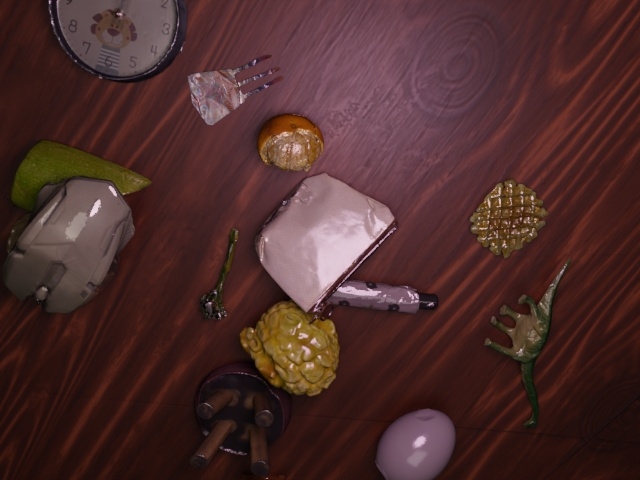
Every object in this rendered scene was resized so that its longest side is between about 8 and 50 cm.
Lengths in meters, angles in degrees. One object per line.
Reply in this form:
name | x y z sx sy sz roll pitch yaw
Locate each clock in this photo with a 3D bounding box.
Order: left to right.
clock | -0.463 -0.519 1.353 0.312 0.061 0.312 0 106 1

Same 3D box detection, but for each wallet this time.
wallet | 0.001 0.000 1.428 0.275 0.068 0.335 42 85 9

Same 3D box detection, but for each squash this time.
squash | -0.593 -0.108 1.444 0.289 0.111 0.203 24 106 -7

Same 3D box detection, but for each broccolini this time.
broccolini | -0.256 0.088 1.535 0.057 0.071 0.254 23 101 38

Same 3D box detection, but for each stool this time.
stool | -0.217 0.479 1.557 0.272 0.178 0.272 1 106 2

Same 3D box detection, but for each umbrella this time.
umbrella | 0.134 0.141 1.518 0.337 0.067 0.073 7 117 -2

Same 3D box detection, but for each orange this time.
orange | -0.071 -0.223 1.386 0.156 0.156 0.134 8 147 -1

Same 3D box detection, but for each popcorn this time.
popcorn | -0.077 0.272 1.494 0.251 0.206 0.237 -2 120 13

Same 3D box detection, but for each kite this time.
kite | -0.206 -0.376 1.411 0.229 0.016 0.127 -24 107 8

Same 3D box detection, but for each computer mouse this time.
computer mouse | -0.601 0.029 1.382 0.228 0.145 0.429 31 118 -21

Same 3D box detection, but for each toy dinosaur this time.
toy dinosaur | 0.585 0.281 1.538 0.301 0.087 0.447 34 110 -7

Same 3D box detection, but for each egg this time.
egg | 0.257 0.549 1.568 0.232 0.176 0.176 -44 100 9

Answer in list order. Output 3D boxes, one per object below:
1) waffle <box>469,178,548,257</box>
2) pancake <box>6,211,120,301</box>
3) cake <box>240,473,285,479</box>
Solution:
waffle | 0.470 -0.053 1.474 0.169 0.036 0.183 37 103 -10
pancake | -0.659 0.039 1.514 0.294 0.049 0.294 1 108 3
cake | -0.169 0.748 1.653 0.135 0.134 0.147 5 99 2
